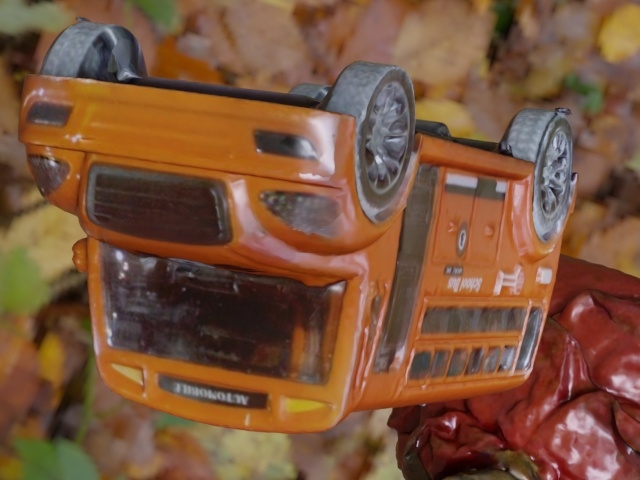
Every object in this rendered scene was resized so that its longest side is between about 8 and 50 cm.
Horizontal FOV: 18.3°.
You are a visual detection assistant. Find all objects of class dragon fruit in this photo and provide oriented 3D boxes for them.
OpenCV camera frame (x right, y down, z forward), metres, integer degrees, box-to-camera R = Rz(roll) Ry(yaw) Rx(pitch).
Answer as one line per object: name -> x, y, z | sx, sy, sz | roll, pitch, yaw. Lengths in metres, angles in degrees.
dragon fruit -> 0.162, 0.137, 1.132 | 0.205, 0.317, 0.152 | -45, 169, -38

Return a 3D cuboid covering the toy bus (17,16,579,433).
toy bus -> 0.000, 0.000, 0.849 | 0.329, 0.143, 0.153 | 7, 92, -68
